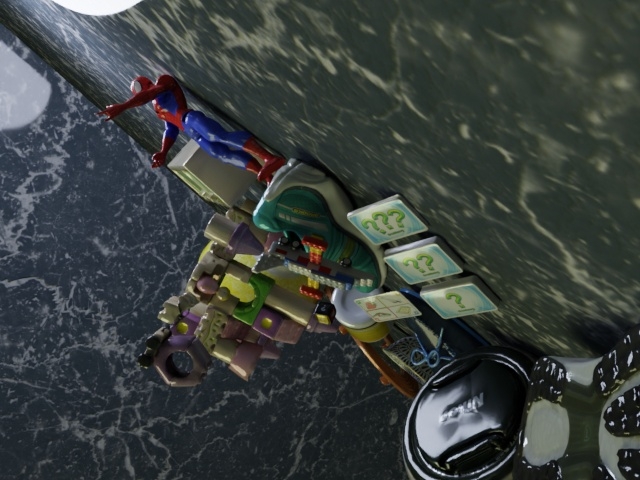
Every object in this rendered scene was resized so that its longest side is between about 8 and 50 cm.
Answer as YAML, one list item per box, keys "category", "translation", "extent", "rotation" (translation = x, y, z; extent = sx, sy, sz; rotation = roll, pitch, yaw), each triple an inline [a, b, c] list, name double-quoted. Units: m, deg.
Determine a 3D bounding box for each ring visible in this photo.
- category: "ring"
  translation: [0.111, 0.220, 1.523]
  extent: [0.336, 0.032, 0.336]
  rotation: [49, -169, -13]

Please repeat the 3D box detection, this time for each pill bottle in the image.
- category: "pill bottle"
  translation: [0.088, 0.139, 1.300]
  extent: [0.103, 0.103, 0.184]
  rotation: [37, 172, 24]

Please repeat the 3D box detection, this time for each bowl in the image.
- category: "bowl"
  translation: [0.220, 0.253, 1.417]
  extent: [0.170, 0.080, 0.170]
  rotation: [40, 173, 6]
- category: "bowl"
  translation: [-0.111, 0.056, 1.478]
  extent: [0.289, 0.289, 0.156]
  rotation: [40, 131, 3]

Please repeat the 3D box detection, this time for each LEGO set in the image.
- category: "LEGO set"
  translation: [0.047, 0.052, 0.759]
  extent: [0.244, 0.060, 0.182]
  rotation: [-17, 128, 46]

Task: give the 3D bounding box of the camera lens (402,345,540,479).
- category: "camera lens"
  translation: [0.256, 0.284, 0.858]
  extent: [0.274, 0.219, 0.219]
  rotation: [44, 172, -26]

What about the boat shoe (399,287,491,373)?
- category: "boat shoe"
  translation: [0.202, 0.176, 0.998]
  extent: [0.258, 0.089, 0.109]
  rotation: [39, 173, 9]

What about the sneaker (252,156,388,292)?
- category: "sneaker"
  translation: [0.000, 0.000, 0.880]
  extent: [0.107, 0.110, 0.275]
  rotation: [34, 171, 40]

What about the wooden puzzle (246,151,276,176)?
- category: "wooden puzzle"
  translation: [-0.089, -0.121, 0.988]
  extent: [0.116, 0.014, 0.078]
  rotation: [40, 168, -4]

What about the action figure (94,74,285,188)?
- category: "action figure"
  translation: [-0.194, -0.136, 0.937]
  extent: [0.280, 0.139, 0.091]
  rotation: [40, 155, 21]

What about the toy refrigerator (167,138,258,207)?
- category: "toy refrigerator"
  translation: [-0.192, -0.124, 1.166]
  extent: [0.102, 0.094, 0.269]
  rotation: [43, 172, -18]

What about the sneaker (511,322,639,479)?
- category: "sneaker"
  translation: [0.273, 0.141, 0.447]
  extent: [0.182, 0.157, 0.410]
  rotation: [9, 170, -1]

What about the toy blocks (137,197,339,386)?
- category: "toy blocks"
  translation: [-0.092, 0.113, 1.131]
  extent: [0.260, 0.288, 0.309]
  rotation: [28, -171, 1]
